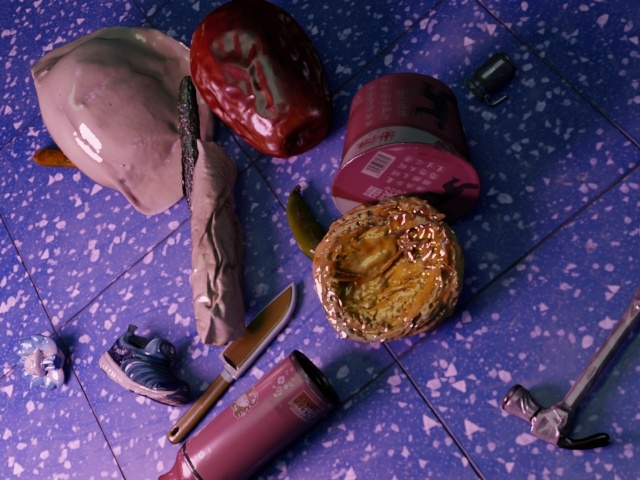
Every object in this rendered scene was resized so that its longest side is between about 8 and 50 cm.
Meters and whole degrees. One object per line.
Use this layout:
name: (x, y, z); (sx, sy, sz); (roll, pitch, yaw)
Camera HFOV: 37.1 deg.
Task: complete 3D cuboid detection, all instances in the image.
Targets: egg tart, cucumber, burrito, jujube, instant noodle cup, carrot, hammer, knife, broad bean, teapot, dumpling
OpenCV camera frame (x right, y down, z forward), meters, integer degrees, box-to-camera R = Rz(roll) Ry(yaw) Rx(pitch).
egg tart: (0.109, 0.051, 1.498); (0.232, 0.098, 0.252); (43, 98, 11)
cucumber: (-0.240, -0.177, 1.770); (0.044, 0.043, 0.256); (-5, 89, 19)
burrito: (-0.177, 0.005, 1.673); (0.076, 0.117, 0.392); (-22, 59, 30)
jujube: (-0.107, -0.295, 1.732); (0.223, 0.223, 0.318); (-38, 64, 7)
instant noodle cup: (0.136, -0.143, 1.530); (0.235, 0.235, 0.178); (-13, 52, 21)
carrot: (-0.523, -0.166, 1.975); (0.171, 0.042, 0.042); (10, 73, 28)
hammer: (0.433, 0.108, 1.361); (0.152, 0.044, 0.427); (32, 84, 33)
knife: (-0.151, 0.204, 1.623); (0.343, 0.027, 0.061); (-48, 51, 0)
broad bean: (-0.004, 0.002, 1.629); (0.065, 0.046, 0.254); (-32, 55, -5)
teapot: (0.292, -0.271, 1.610); (0.083, 0.063, 0.049); (-41, 24, 8)
dumpling: (-0.359, -0.253, 1.826); (0.316, 0.233, 0.395); (-36, 80, 0)

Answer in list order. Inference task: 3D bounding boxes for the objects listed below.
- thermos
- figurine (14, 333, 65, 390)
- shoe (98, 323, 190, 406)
thermos: (-0.137, 0.310, 1.517); (0.330, 0.109, 0.136); (-41, 56, 5)
figurine: (-0.526, 0.225, 1.772); (0.114, 0.079, 0.114); (6, 113, 14)
shoe: (-0.294, 0.217, 1.647); (0.207, 0.091, 0.106); (28, 85, 40)
